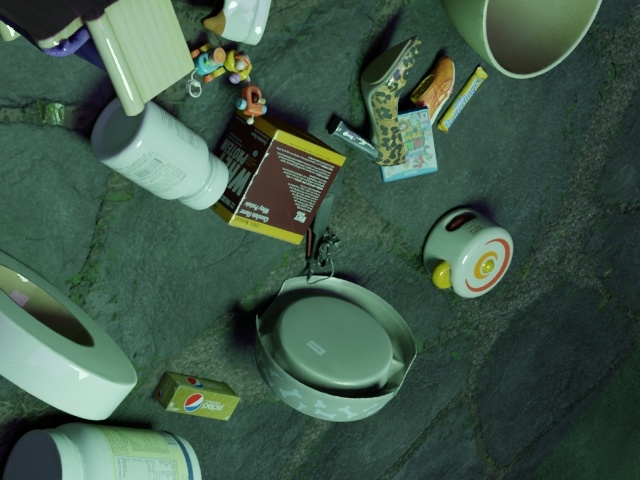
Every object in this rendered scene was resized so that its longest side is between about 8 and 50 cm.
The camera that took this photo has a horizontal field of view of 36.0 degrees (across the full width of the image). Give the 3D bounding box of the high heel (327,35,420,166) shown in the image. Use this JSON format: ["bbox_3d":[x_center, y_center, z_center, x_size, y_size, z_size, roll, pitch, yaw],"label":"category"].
[{"bbox_3d":[0.159,-0.271,1.964,0.186,0.093,0.261,27,114,-31],"label":"high heel"}]

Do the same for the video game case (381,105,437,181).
[{"bbox_3d":[0.179,-0.201,2.074,0.119,0.015,0.166,-13,132,3],"label":"video game case"}]

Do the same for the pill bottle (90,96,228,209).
[{"bbox_3d":[-0.266,-0.144,1.677,0.131,0.131,0.229,-53,138,2],"label":"pill bottle"}]

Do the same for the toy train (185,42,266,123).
[{"bbox_3d":[-0.153,-0.278,1.702,0.166,0.046,0.125,14,68,-42],"label":"toy train"}]

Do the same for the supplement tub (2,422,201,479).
[{"bbox_3d":[-0.417,0.475,1.898,0.325,0.235,0.235,17,105,-46],"label":"supplement tub"}]

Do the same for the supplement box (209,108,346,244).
[{"bbox_3d":[-0.095,-0.121,1.846,0.191,0.129,0.194,17,106,-46],"label":"supplement box"}]

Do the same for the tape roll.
[{"bbox_3d":[-0.451,0.123,1.511,0.072,0.392,0.392,-50,138,0],"label":"tape roll"}]

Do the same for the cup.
[{"bbox_3d":[0.354,-0.507,1.891,0.331,0.237,0.331,-22,130,-29],"label":"cup"}]

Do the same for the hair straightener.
[{"bbox_3d":[0.000,0.000,2.044,0.047,0.089,0.230,-15,127,-36],"label":"hair straightener"}]

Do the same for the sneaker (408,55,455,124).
[{"bbox_3d":[0.225,-0.303,2.052,0.067,0.064,0.175,15,105,-38],"label":"sneaker"}]

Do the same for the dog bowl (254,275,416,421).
[{"bbox_3d":[0.021,0.227,2.049,0.348,0.349,0.102,-12,137,-36],"label":"dog bowl"}]

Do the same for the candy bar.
[{"bbox_3d":[0.310,-0.306,2.157,0.161,0.018,0.040,-55,138,2],"label":"candy bar"}]

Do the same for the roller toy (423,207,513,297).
[{"bbox_3d":[0.353,0.032,2.333,0.209,0.146,0.191,16,106,-45],"label":"roller toy"}]

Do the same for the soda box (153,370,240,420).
[{"bbox_3d":[-0.257,0.327,2.068,0.181,0.058,0.061,21,103,-47],"label":"soda box"}]

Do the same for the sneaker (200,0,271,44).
[{"bbox_3d":[-0.127,-0.471,1.595,0.123,0.106,0.290,10,101,-19],"label":"sneaker"}]

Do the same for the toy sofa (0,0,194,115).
[{"bbox_3d":[-0.353,-0.295,1.325,0.177,0.362,0.150,-40,138,-23],"label":"toy sofa"}]
